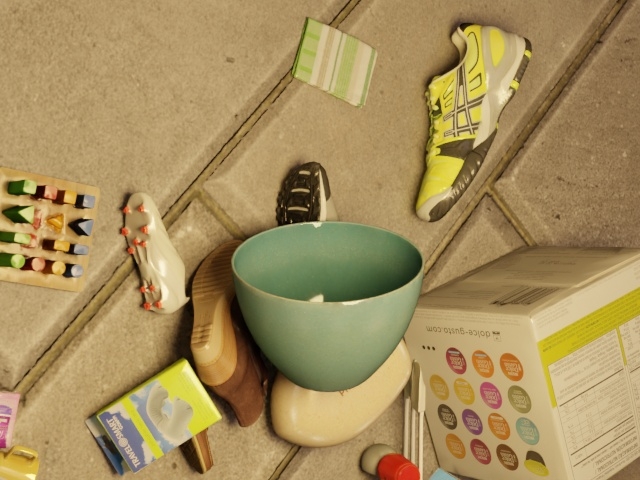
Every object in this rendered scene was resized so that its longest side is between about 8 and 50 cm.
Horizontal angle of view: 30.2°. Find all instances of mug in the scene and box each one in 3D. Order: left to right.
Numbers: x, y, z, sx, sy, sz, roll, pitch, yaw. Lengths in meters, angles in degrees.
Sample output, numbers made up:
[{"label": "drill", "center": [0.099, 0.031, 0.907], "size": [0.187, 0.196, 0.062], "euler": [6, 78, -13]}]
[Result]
[{"label": "mug", "center": [-0.444, 0.326, 1.704], "size": [0.064, 0.062, 0.078], "euler": [26, 87, -23]}]

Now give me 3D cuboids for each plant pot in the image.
[{"label": "plant pot", "center": [0.012, 0.115, 1.814], "size": [0.290, 0.290, 0.195], "euler": [-18, 119, -33]}]

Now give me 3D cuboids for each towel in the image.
[{"label": "towel", "center": [0.024, -0.305, 2.041], "size": [0.152, 0.023, 0.113], "euler": [20, 77, -31]}]

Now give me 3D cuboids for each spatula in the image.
[{"label": "spatula", "center": [0.159, 0.321, 2.067], "size": [0.019, 0.168, 0.242], "euler": [1, 95, -9]}]

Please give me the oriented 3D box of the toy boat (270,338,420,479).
[{"label": "toy boat", "center": [0.055, 0.287, 2.004], "size": [0.267, 0.148, 0.318], "euler": [-35, 105, -16]}]

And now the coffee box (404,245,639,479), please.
[{"label": "coffee box", "center": [0.402, 0.221, 2.115], "size": [0.338, 0.337, 0.334], "euler": [-23, 104, -33]}]

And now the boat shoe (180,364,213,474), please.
[{"label": "boat shoe", "center": [-0.198, 0.280, 1.868], "size": [0.060, 0.064, 0.178], "euler": [-22, 100, -30]}]

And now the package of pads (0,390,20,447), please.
[{"label": "package of pads", "center": [-0.465, 0.255, 1.703], "size": [0.050, 0.032, 0.083], "euler": [14, 83, -31]}]

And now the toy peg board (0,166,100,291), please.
[{"label": "toy peg board", "center": [-0.394, -0.013, 1.719], "size": [0.160, 0.079, 0.161], "euler": [12, 84, -34]}]

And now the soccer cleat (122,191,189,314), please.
[{"label": "soccer cleat", "center": [-0.253, 0.017, 1.832], "size": [0.076, 0.068, 0.196], "euler": [-22, 105, -48]}]

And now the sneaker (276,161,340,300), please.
[{"label": "sneaker", "center": [0.000, 0.000, 1.990], "size": [0.108, 0.100, 0.272], "euler": [-18, 107, -43]}]

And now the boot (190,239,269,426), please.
[{"label": "boot", "center": [-0.135, 0.148, 1.905], "size": [0.207, 0.090, 0.248], "euler": [63, 30, -44]}]

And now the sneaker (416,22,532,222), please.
[{"label": "sneaker", "center": [0.245, -0.214, 2.146], "size": [0.147, 0.145, 0.385], "euler": [24, 78, -1]}]

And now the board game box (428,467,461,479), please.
[{"label": "board game box", "center": [0.166, 0.596, 2.033], "size": [0.308, 0.086, 0.302], "euler": [-46, 143, -24]}]

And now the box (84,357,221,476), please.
[{"label": "box", "center": [-0.254, 0.270, 1.798], "size": [0.178, 0.042, 0.109], "euler": [-32, 95, -9]}]
